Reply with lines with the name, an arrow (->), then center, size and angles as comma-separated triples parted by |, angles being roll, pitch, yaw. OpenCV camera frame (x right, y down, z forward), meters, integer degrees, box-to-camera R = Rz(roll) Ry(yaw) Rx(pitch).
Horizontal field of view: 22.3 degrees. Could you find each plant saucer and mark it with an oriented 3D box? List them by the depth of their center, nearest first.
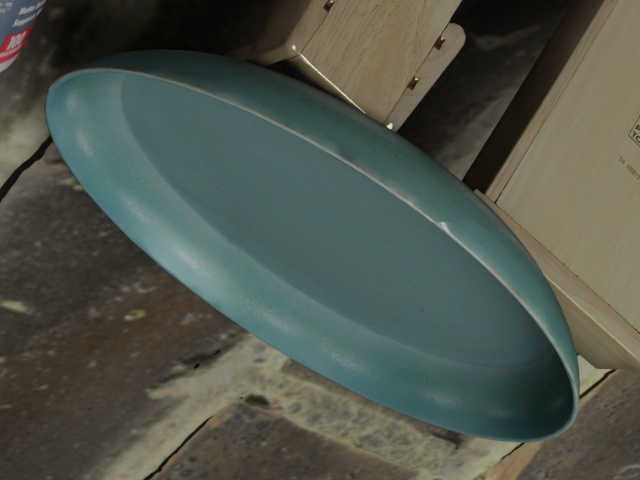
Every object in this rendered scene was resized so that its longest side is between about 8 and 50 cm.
plant saucer -> 0.000, 0.000, 0.848 | 0.044, 0.317, 0.317 | -57, 139, -19

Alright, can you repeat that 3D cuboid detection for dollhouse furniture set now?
dollhouse furniture set -> 0.061, -0.073, 0.941 | 0.286, 0.198, 0.303 | 40, 159, -21

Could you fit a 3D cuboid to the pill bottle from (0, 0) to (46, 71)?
pill bottle -> -0.157, -0.173, 0.761 | 0.108, 0.108, 0.180 | 14, 130, -29
